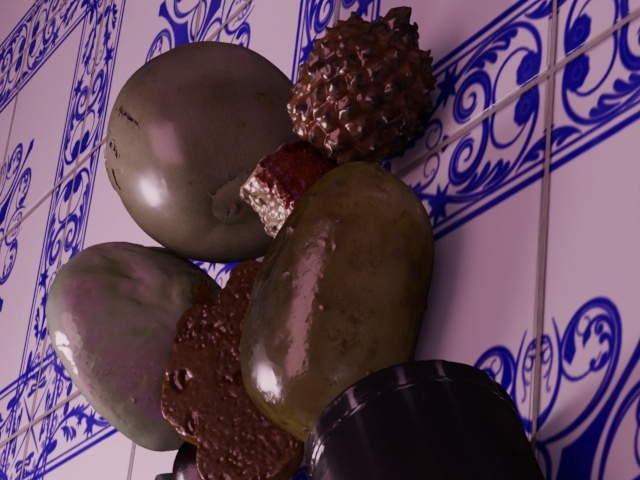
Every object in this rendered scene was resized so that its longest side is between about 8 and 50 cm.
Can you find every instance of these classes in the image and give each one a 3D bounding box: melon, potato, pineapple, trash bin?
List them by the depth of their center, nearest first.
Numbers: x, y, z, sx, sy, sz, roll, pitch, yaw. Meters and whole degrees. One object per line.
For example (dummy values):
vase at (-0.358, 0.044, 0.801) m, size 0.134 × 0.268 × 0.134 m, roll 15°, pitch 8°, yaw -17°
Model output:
trash bin at (0.111, 0.272, 1.460) m, size 0.252 × 0.203 × 0.301 m, roll -28°, pitch 37°, yaw 6°
potato at (0.020, 0.068, 1.834) m, size 0.210 × 0.173 × 0.307 m, roll 13°, pitch 84°, yaw 68°
pineapple at (0.056, -0.179, 1.954) m, size 0.193 × 0.166 × 0.166 m, roll -64°, pitch 25°, yaw 17°
melon at (-0.135, -0.108, 2.163) m, size 0.268 × 0.268 × 0.330 m, roll -62°, pitch 28°, yaw 22°

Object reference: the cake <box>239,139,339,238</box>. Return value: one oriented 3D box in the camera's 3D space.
cake at (0.011, -0.011, 1.995) m, size 0.117 × 0.220 × 0.086 m, roll -38°, pitch -2°, yaw -41°

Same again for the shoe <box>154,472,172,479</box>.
shoe at (-0.160, 0.371, 2.126) m, size 0.079 × 0.078 × 0.195 m, roll -134°, pitch 36°, yaw -66°

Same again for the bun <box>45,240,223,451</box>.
bun at (-0.194, 0.107, 2.165) m, size 0.187 × 0.293 × 0.293 m, roll -37°, pitch 36°, yaw 18°

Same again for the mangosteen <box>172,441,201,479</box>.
mangosteen at (-0.106, 0.275, 2.042) m, size 0.140 × 0.140 × 0.140 m, roll -45°, pitch 35°, yaw 45°

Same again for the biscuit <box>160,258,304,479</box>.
biscuit at (-0.083, 0.158, 2.011) m, size 0.208 × 0.041 × 0.290 m, roll -6°, pitch 62°, yaw 15°
